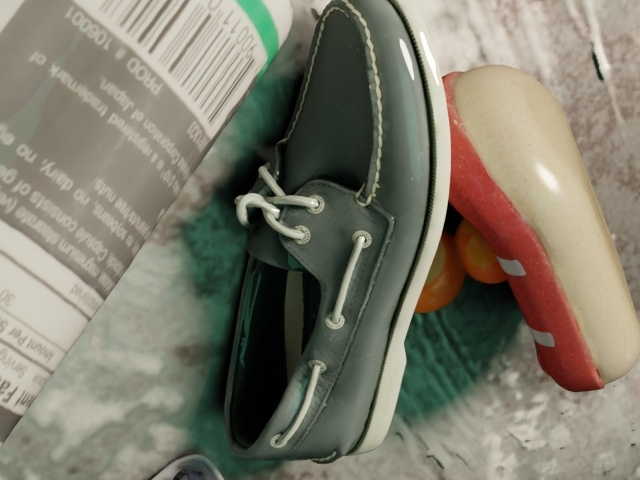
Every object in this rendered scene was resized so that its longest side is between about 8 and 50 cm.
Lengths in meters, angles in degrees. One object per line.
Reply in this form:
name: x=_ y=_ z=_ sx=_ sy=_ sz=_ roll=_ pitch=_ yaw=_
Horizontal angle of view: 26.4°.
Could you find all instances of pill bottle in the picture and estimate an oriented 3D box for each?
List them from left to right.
pill bottle: x=-0.190 y=-0.018 z=0.625 sx=0.204 sy=0.204 sz=0.361 roll=42 pitch=77 yaw=-35

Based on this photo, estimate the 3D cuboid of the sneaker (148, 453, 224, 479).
sneaker: x=-0.020 y=0.217 z=0.915 sx=0.282 sy=0.099 sz=0.153 roll=-7 pitch=116 yaw=-23

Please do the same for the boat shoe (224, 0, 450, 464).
boat shoe: x=0.000 y=0.000 z=0.825 sx=0.099 sy=0.116 sz=0.319 roll=-8 pitch=120 yaw=-28

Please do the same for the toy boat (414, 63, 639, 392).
toy boat: x=0.107 y=0.002 z=0.887 sx=0.151 sy=0.151 sz=0.231 roll=-20 pitch=123 yaw=13
